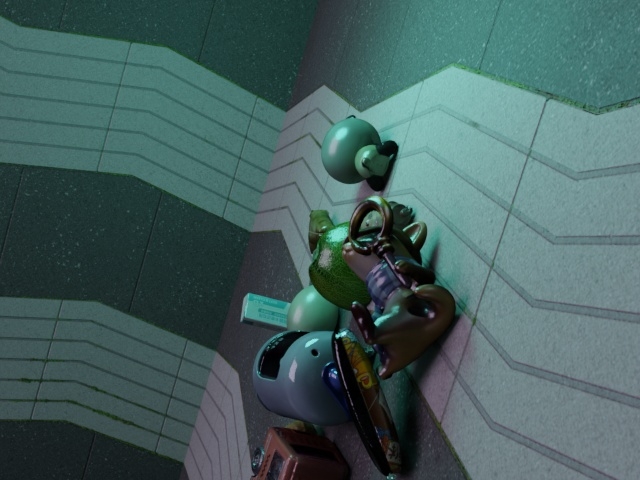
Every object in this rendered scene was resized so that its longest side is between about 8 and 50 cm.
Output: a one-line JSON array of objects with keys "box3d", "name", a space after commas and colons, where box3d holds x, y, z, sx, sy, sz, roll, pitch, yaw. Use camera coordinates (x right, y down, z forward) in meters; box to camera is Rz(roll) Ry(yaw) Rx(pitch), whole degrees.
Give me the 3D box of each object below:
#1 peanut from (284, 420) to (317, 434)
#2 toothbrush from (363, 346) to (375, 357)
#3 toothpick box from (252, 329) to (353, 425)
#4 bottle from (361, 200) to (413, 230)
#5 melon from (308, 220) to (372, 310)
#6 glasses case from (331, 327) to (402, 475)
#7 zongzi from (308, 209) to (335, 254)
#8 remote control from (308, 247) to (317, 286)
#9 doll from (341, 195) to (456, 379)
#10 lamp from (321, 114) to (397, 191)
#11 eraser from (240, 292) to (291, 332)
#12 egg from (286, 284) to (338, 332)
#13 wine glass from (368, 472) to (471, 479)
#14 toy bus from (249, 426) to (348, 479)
[{"box3d": [-0.067, 0.570, 1.981, 0.159, 0.109, 0.141, 9, -91, -79], "name": "peanut"}, {"box3d": [0.079, 0.320, 1.897, 0.288, 0.026, 0.024, 138, 142, -63], "name": "toothbrush"}, {"box3d": [-0.005, 0.353, 1.798, 0.354, 0.263, 0.263, 160, 124, -67], "name": "toothpick box"}, {"box3d": [0.171, -0.048, 1.805, 0.152, 0.098, 0.099, 155, 129, -65], "name": "bottle"}, {"box3d": [0.069, 0.072, 1.901, 0.129, 0.169, 0.265, -127, 52, -68], "name": "melon"}, {"box3d": [0.097, 0.340, 1.515, 0.122, 0.082, 0.321, 72, 178, -69], "name": "glasses case"}, {"box3d": [0.000, 0.000, 2.380, 0.160, 0.078, 0.176, -112, 30, -64], "name": "zongzi"}, {"box3d": [-0.011, 0.157, 2.326, 0.123, 0.038, 0.286, 148, 134, -66], "name": "remote control"}, {"box3d": [0.146, 0.103, 1.534, 0.340, 0.209, 0.318, -97, 20, -47], "name": "doll"}, {"box3d": [0.109, -0.253, 2.081, 0.244, 0.197, 0.198, 35, 111, 49], "name": "lamp"}, {"box3d": [-0.151, 0.250, 2.369, 0.052, 0.225, 0.096, 127, 153, -51], "name": "eraser"}, {"box3d": [-0.023, 0.225, 2.100, 0.149, 0.149, 0.192, 169, 119, -72], "name": "egg"}, {"box3d": [0.147, 0.568, 1.168, 0.190, 0.190, 0.357, 153, 126, -69], "name": "wine glass"}, {"box3d": [-0.089, 0.712, 1.797, 0.233, 0.203, 0.427, 22, 95, 69], "name": "toy bus"}]
